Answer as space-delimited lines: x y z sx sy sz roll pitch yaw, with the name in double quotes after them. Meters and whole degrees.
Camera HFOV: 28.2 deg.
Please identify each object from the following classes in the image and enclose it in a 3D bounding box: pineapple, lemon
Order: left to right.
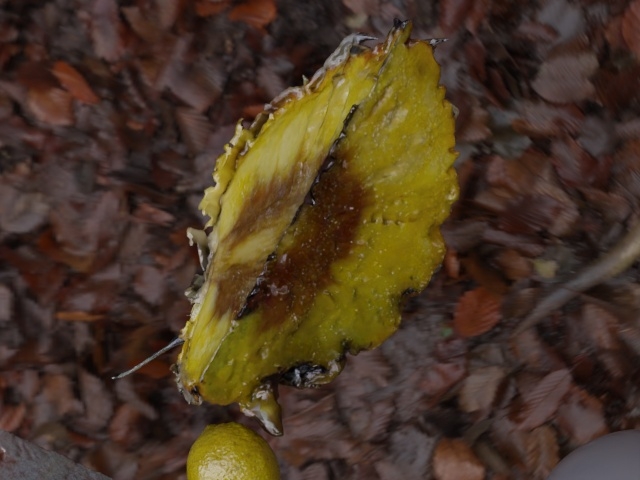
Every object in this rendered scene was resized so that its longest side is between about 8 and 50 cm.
-0.056 0.157 0.841 0.062 0.062 0.083 -38 67 13 "lemon"
-0.003 -0.003 0.963 0.158 0.161 0.334 29 96 51 "pineapple"

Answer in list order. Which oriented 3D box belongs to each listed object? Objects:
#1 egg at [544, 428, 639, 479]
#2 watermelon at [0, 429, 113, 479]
0.193 0.184 0.751 0.146 0.199 0.146 0 94 6 "egg"
-0.274 0.277 0.985 0.262 0.201 0.213 -18 40 18 "watermelon"
